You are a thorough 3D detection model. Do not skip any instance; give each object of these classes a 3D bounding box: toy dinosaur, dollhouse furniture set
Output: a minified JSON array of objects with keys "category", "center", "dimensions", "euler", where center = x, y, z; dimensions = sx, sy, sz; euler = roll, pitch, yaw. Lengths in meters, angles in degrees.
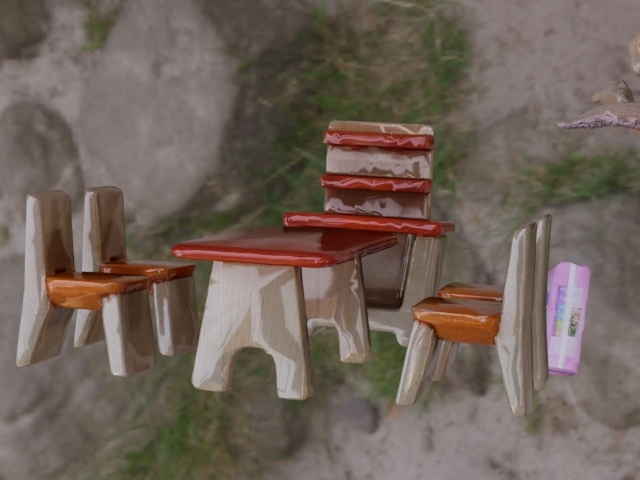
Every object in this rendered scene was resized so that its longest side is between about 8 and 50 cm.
[{"category":"toy dinosaur","center":[0.370,-0.093,1.368],"dimensions":[0.127,0.296,0.200],"euler":[-46,57,38]},{"category":"dollhouse furniture set","center":[0.000,0.000,0.800],"dimensions":[0.262,0.259,0.135],"euler":[4,95,15]}]

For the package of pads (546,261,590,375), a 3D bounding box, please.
[{"category":"package of pads","center":[0.185,0.060,1.096],"dimensions":[0.032,0.050,0.083],"euler":[8,81,4]}]
